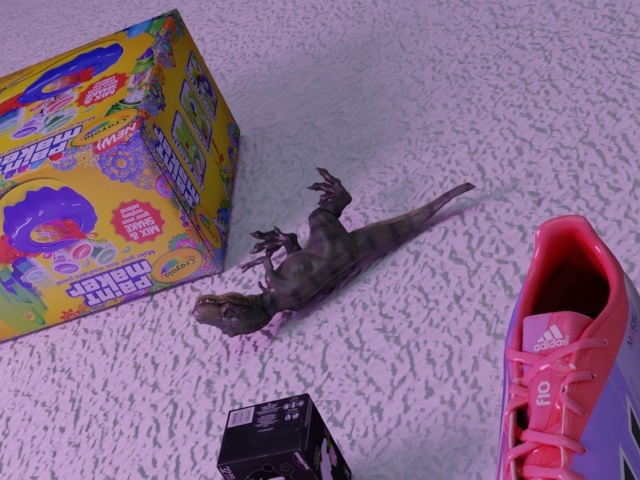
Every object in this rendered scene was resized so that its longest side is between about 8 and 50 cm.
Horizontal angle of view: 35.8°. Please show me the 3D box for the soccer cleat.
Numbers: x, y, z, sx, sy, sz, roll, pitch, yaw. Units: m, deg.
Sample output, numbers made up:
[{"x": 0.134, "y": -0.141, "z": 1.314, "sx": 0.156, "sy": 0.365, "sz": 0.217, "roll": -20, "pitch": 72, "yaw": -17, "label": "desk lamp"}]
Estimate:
[{"x": 0.138, "y": 0.110, "z": 0.560, "sx": 0.108, "sy": 0.116, "sz": 0.318, "roll": -10, "pitch": 30, "yaw": 24, "label": "soccer cleat"}]

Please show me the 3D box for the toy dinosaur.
[{"x": 0.000, "y": 0.000, "z": 0.893, "sx": 0.268, "sy": 0.064, "sz": 0.118, "roll": -30, "pitch": 39, "yaw": -11, "label": "toy dinosaur"}]

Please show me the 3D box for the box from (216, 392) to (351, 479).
[{"x": -0.022, "y": 0.153, "z": 0.663, "sx": 0.062, "sy": 0.083, "sz": 0.052, "roll": -15, "pitch": 33, "yaw": 17, "label": "box"}]

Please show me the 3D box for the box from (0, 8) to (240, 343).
[{"x": -0.258, "y": -0.069, "z": 1.058, "sx": 0.289, "sy": 0.177, "sz": 0.279, "roll": -18, "pitch": 34, "yaw": 12, "label": "box"}]
